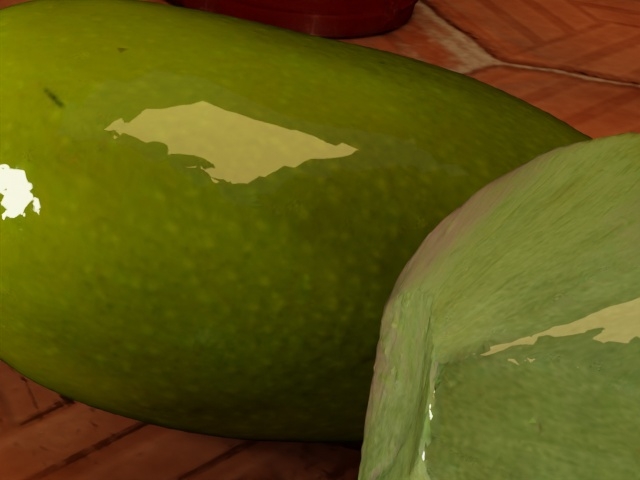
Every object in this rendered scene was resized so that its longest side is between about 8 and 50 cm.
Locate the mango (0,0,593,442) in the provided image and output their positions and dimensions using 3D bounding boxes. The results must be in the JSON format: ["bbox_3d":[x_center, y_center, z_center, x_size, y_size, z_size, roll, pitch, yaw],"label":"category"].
[{"bbox_3d":[0.000,0.000,0.718,0.343,0.156,0.192,11,25,2],"label":"mango"}]

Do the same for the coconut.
[{"bbox_3d":[0.108,0.077,0.539,0.204,0.236,0.236,-25,1,39],"label":"coconut"}]

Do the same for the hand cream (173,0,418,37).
[{"bbox_3d":[-0.019,-0.224,1.239,0.193,0.125,0.193,9,24,-4],"label":"hand cream"}]
